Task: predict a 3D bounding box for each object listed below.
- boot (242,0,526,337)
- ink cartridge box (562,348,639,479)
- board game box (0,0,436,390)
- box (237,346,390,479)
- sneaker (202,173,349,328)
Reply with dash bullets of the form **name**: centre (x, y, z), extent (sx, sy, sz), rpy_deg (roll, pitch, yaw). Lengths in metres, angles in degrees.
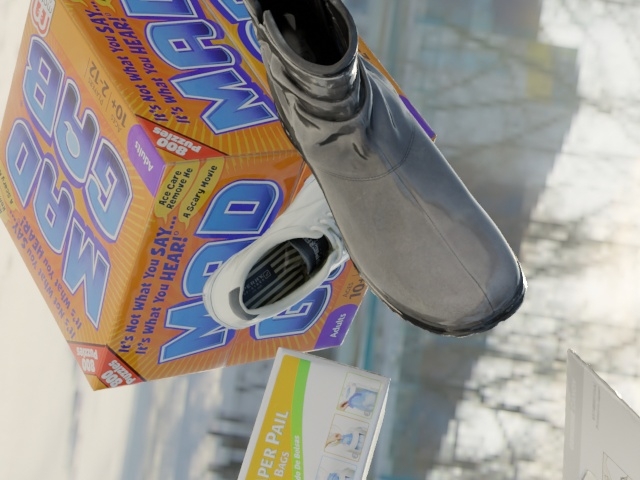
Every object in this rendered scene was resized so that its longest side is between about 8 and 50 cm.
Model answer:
- **boot**: centre (0.032, -0.085, 1.367), extent (0.338, 0.118, 0.223), rpy_deg (49, -9, 30)
- **ink cartridge box**: centre (0.284, 0.260, 1.340), extent (0.261, 0.066, 0.296), rpy_deg (-129, -151, -51)
- **board game box**: centre (-0.145, -0.092, 2.031), extent (0.356, 0.356, 0.356), rpy_deg (55, -41, 34)
- **box**: centre (-0.016, 0.214, 1.484), extent (0.114, 0.103, 0.203), rpy_deg (91, 16, -70)
- **sneaker**: centre (0.000, 0.000, 1.678), extent (0.258, 0.094, 0.091), rpy_deg (-44, -161, -17)
